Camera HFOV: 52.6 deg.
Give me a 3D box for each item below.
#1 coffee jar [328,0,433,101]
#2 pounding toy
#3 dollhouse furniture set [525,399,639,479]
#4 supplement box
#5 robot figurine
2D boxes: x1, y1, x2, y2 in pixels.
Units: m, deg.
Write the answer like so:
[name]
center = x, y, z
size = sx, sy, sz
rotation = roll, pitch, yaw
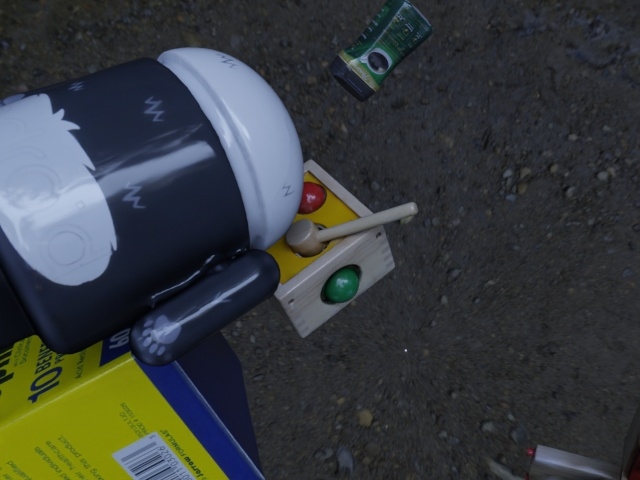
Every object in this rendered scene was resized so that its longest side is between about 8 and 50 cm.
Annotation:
[coffee jar]
center = 0.105, -0.341, 1.158
size = 0.096, 0.079, 0.184
rotation = 38, 106, -28
[pounding toy]
center = 0.000, 0.000, 0.573
size = 0.130, 0.100, 0.141
rotation = -37, 52, -10
[dollhouse furniture set]
center = 0.174, 0.179, 0.367
size = 0.129, 0.183, 0.129
rotation = 9, 55, 22
[supplement box]
center = -0.264, 0.194, 0.632
size = 0.356, 0.194, 0.195
rotation = -28, 119, -1
[robot figurine]
center = -0.145, -0.028, 0.463
size = 0.278, 0.173, 0.209
rotation = -29, 102, -25
